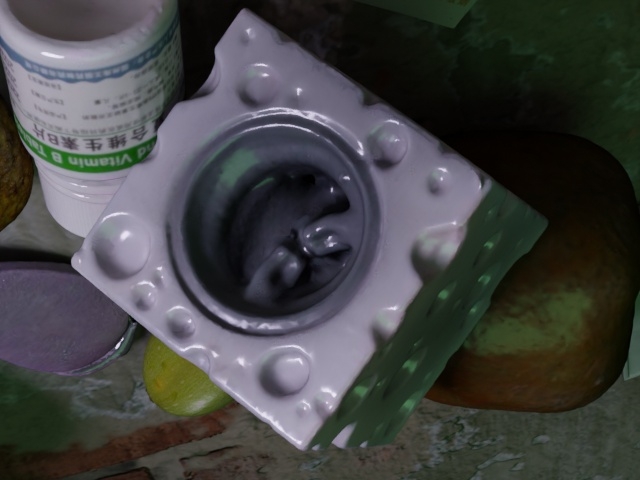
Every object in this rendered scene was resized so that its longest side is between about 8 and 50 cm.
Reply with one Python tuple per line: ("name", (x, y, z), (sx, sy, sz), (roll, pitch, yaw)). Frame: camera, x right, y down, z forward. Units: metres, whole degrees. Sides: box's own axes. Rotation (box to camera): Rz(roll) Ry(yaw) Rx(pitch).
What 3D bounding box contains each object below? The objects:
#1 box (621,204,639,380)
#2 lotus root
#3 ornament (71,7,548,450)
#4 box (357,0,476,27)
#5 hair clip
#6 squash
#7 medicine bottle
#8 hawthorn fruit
("box", (0.377, 0.050, 1.726), (0.130, 0.086, 0.225), (-19, 145, 0))
("lotus root", (-0.290, -0.079, 1.254), (0.108, 0.094, 0.190), (-41, 149, -30))
("ornament", (0.000, 0.000, 1.239), (0.240, 0.239, 0.240), (-55, 162, 5))
("box", (0.120, -0.262, 1.235), (0.122, 0.032, 0.220), (11, 136, -34))
("hair clip", (-0.310, 0.066, 1.461), (0.359, 0.110, 0.096), (11, 176, -41))
("squash", (-0.113, 0.112, 1.566), (0.123, 0.123, 0.186), (13, 134, -36))
("medicine bottle", (-0.174, -0.113, 1.217), (0.139, 0.139, 0.237), (-11, 144, -11))
("hawthorn fruit", (0.146, 0.025, 1.448), (0.301, 0.267, 0.267), (5, 140, -16))
